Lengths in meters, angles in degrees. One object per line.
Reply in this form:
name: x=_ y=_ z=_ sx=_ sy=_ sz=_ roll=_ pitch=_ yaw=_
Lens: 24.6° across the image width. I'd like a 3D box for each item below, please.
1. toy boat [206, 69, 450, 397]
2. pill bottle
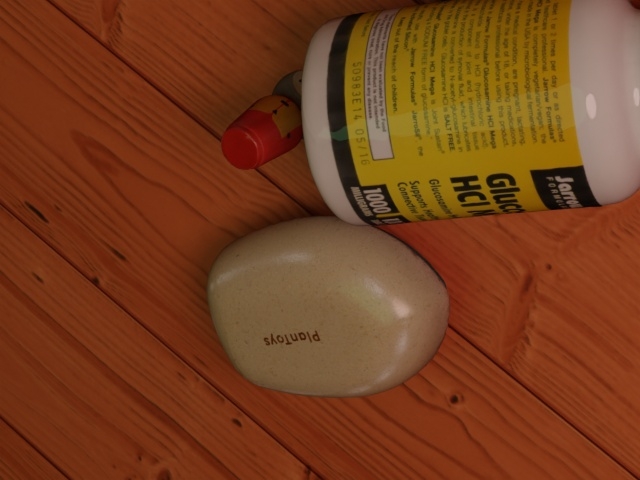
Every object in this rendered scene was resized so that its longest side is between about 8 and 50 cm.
toy boat: x=0.000 y=0.000 z=1.424 sx=0.267 sy=0.148 sz=0.318 roll=-2 pitch=114 yaw=35
pill bottle: x=0.167 y=-0.116 z=1.238 sx=0.334 sy=0.188 sz=0.188 roll=-5 pitch=105 yaw=22
